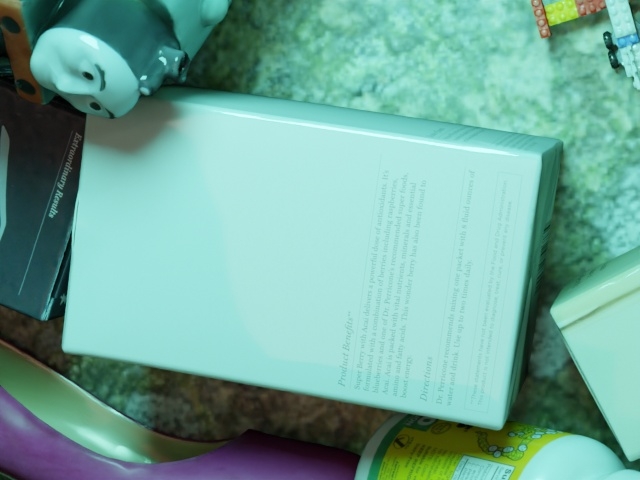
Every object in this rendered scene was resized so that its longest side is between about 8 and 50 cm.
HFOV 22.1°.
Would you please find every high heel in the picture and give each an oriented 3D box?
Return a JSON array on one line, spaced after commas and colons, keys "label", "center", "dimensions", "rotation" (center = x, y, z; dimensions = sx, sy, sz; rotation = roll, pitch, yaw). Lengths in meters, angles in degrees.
[{"label": "high heel", "center": [-0.148, 0.121, 1.172], "dimensions": [0.377, 0.127, 0.181], "rotation": [-3, 89, 9]}]

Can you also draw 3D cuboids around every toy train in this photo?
[{"label": "toy train", "center": [-0.115, -0.217, 1.051], "dimensions": [0.190, 0.142, 0.334], "rotation": [20, 56, 16]}]

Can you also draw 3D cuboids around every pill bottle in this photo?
[{"label": "pill bottle", "center": [0.130, 0.178, 1.068], "dimensions": [0.208, 0.117, 0.118], "rotation": [7, 99, 49]}]

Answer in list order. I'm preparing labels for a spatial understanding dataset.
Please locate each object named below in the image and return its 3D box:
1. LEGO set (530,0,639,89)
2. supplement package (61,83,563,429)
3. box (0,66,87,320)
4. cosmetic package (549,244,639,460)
[{"label": "LEGO set", "center": [0.181, -0.222, 1.094], "dimensions": [0.244, 0.060, 0.182], "rotation": [28, 105, 8]}, {"label": "supplement package", "center": [0.000, 0.000, 1.094], "dimensions": [0.293, 0.175, 0.177], "rotation": [10, 99, 11]}, {"label": "box", "center": [-0.246, -0.052, 1.178], "dimensions": [0.207, 0.108, 0.153], "rotation": [22, 100, 9]}, {"label": "cosmetic package", "center": [0.311, 0.014, 1.037], "dimensions": [0.309, 0.160, 0.113], "rotation": [-29, 89, 13]}]
